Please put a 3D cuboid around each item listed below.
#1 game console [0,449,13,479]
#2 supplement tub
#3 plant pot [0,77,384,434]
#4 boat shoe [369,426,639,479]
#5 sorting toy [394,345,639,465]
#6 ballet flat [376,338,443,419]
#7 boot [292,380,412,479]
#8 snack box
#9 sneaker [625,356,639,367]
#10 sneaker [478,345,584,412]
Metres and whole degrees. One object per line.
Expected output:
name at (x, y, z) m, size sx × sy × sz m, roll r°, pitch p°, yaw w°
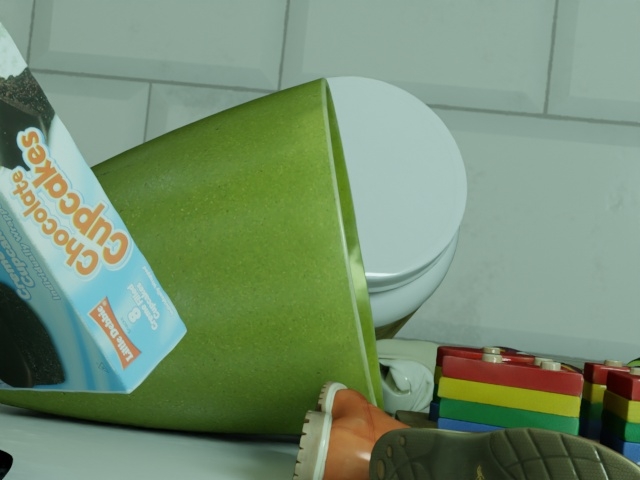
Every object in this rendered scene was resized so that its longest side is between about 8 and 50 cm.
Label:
game console at (-0.288, 0.103, 0.921) m, size 0.213 × 0.044 × 0.361 m, roll 7°, pitch 0°, yaw -37°
supplement tub at (0.000, 0.000, 1.524) m, size 0.241 × 0.241 × 0.331 m, roll 6°, pitch -23°, yaw -12°
plant pot at (-0.116, 0.034, 1.175) m, size 0.294 × 0.274 × 0.275 m, roll -9°, pitch -2°, yaw 4°
boat shoe at (0.114, 0.134, 0.856) m, size 0.178 × 0.064 × 0.060 m, roll 2°, pitch -1°, yaw 37°
sorting toy at (0.191, 0.135, 1.162) m, size 0.255 × 0.089 × 0.257 m, roll 6°, pitch -1°, yaw 0°
ballet flat at (0.034, 0.135, 1.406) m, size 0.248 × 0.086 × 0.086 m, roll 5°, pitch 0°, yaw -26°
boot at (0.031, 0.134, 0.994) m, size 0.085 × 0.059 × 0.158 m, roll 9°, pitch 8°, yaw 3°
snack box at (-0.221, -0.058, 0.813) m, size 0.187 × 0.322 × 0.060 m, roll -4°, pitch 33°, yaw 45°
sneaker at (0.387, 0.182, 1.616) m, size 0.097 × 0.084 × 0.235 m, roll -21°, pitch 13°, yaw -30°
sneaker at (0.229, 0.158, 1.755) m, size 0.185 × 0.069 × 0.084 m, roll 5°, pitch -7°, yaw 30°
